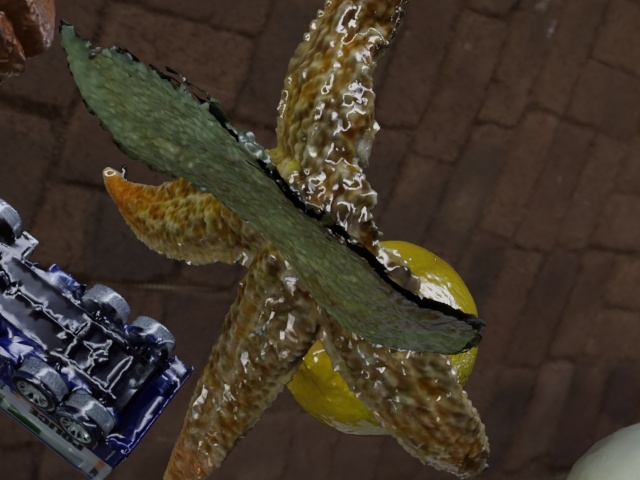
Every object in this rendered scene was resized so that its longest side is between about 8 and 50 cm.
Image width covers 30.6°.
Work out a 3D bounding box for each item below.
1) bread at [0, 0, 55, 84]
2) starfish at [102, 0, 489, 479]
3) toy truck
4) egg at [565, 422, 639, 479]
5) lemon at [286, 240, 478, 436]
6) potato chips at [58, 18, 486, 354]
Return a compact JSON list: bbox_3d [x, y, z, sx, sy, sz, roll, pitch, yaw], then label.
[{"bbox_3d":[-0.411,-0.301,1.424,0.190,0.244,0.123,-15,149,10],"label":"bread"},{"bbox_3d":[-0.006,0.004,0.832,0.132,0.384,0.398,-18,85,-51],"label":"starfish"},{"bbox_3d":[-0.265,0.093,1.070,0.124,0.268,0.155,-53,-177,-35],"label":"toy truck"},{"bbox_3d":[0.308,0.261,1.029,0.337,0.201,0.337,-39,167,-11],"label":"egg"},{"bbox_3d":[0.070,0.115,1.380,0.263,0.236,0.236,-49,142,-37],"label":"lemon"},{"bbox_3d":[-0.020,-0.014,0.467,0.026,0.209,0.142,-55,-179,-12],"label":"potato chips"}]
